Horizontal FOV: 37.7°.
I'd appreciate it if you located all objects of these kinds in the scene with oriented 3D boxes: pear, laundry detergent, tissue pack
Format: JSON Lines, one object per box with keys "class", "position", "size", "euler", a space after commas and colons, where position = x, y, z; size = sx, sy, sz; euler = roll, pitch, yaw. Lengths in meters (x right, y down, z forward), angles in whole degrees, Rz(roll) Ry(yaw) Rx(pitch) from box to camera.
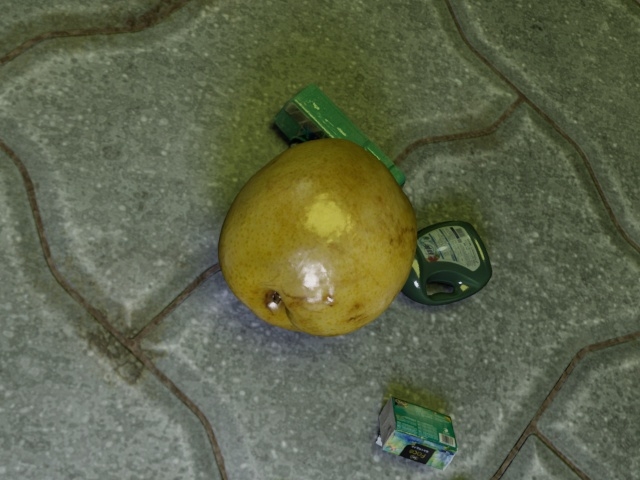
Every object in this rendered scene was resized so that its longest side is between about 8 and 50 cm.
{"class": "pear", "position": [0.000, 0.000, 1.463], "size": [0.314, 0.314, 0.314], "euler": [9, 63, -19]}
{"class": "laundry detergent", "position": [0.189, 0.049, 1.644], "size": [0.222, 0.078, 0.144], "euler": [-17, 77, -29]}
{"class": "tissue pack", "position": [0.151, 0.317, 1.506], "size": [0.111, 0.079, 0.085], "euler": [20, 28, -13]}

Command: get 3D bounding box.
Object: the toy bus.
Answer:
{"class": "toy bus", "position": [0.035, -0.155, 1.663], "size": [0.262, 0.109, 0.091], "euler": [44, 52, 1]}
